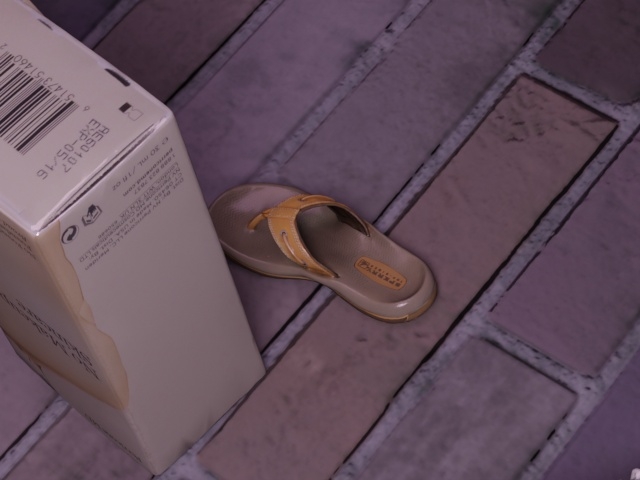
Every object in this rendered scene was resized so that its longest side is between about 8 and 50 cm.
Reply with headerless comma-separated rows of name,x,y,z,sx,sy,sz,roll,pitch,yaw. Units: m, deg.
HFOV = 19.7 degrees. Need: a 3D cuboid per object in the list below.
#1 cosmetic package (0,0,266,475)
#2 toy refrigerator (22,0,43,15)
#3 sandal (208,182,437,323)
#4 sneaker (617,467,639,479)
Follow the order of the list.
cosmetic package,-0.149,0.004,1.162,0.160,0.309,0.113,36,69,28
toy refrigerator,-0.257,-0.139,1.399,0.102,0.094,0.269,-35,58,-13
sandal,0.000,0.000,1.294,0.180,0.049,0.072,25,65,23
sneaker,0.186,0.192,1.117,0.292,0.110,0.118,2,50,1
